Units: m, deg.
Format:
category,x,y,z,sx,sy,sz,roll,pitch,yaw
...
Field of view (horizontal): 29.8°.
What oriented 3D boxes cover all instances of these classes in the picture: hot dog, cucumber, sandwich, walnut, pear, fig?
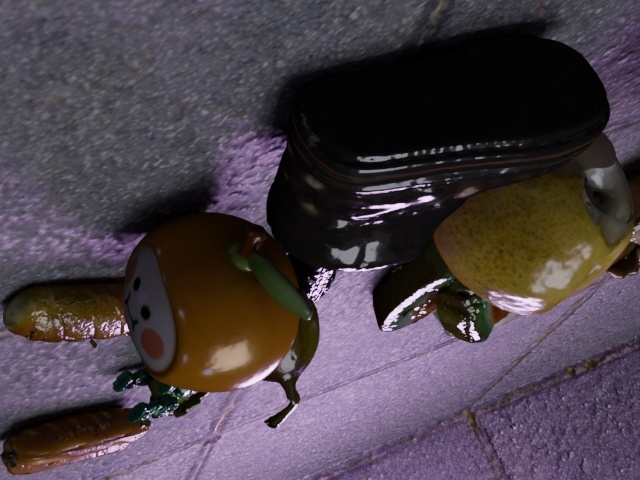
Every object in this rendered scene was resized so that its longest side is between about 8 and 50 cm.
category,x,y,z,sx,sy,sz,roll,pitch,yaw
hot dog,-0.385,0.316,1.908,0.115,0.072,0.269,-40,159,33
cucumber,0.000,0.001,1.575,0.074,0.074,0.241,-19,158,-21
sandwich,0.247,0.092,2.019,0.301,0.162,0.250,-10,160,-34
walnut,0.558,-0.048,2.099,0.238,0.141,0.204,-36,149,33
pear,0.260,-0.039,1.530,0.271,0.271,0.271,-24,162,-8
fig,-0.069,0.146,1.695,0.148,0.186,0.142,-30,154,16
hot dog,-0.257,0.084,1.472,0.286,0.061,0.088,-7,142,-48

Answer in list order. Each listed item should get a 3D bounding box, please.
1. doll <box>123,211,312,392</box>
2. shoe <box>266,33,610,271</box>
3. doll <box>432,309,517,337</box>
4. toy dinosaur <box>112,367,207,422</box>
category,x,y,z,sx,sy,sz,roll,pitch,yaw
doll,-0.105,0.052,1.343,0.213,0.213,0.236,-10,154,-41
shoe,0.125,-0.088,1.329,0.384,0.171,0.237,-16,152,-26
doll,0.307,0.120,2.248,0.275,0.113,0.155,-5,149,-46
toy dinosaur,-0.202,0.195,1.814,0.153,0.094,0.259,-3,143,-51
